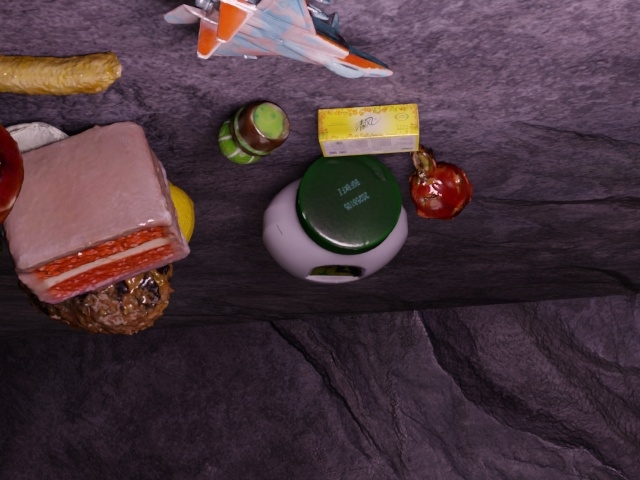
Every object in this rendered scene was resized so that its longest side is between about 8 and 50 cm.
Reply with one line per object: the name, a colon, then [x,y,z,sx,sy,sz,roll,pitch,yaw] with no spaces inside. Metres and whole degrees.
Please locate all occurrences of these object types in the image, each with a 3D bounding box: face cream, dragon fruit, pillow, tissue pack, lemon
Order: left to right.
pillow: [-0.506,-0.165,1.589,0.128,0.051,0.229,-7,165,14]
lemon: [-0.361,-0.035,1.820,0.178,0.203,0.178,17,174,2]
face cream: [0.032,-0.032,1.826,0.312,0.220,0.357,2,162,-8]
tissue pack: [0.087,-0.196,1.519,0.175,0.062,0.095,-4,167,6]
dragon fruit: [0.233,-0.124,1.750,0.125,0.125,0.246,6,153,27]

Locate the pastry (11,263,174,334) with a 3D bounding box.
pastry: [-0.556,0.076,2.069,0.337,0.293,0.405,17,169,-28]

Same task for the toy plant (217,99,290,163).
toy plant: [-0.123,-0.185,1.485,0.092,0.093,0.162,7,167,-30]

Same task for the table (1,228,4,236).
table: [-0.601,-0.064,1.790,0.166,0.167,0.198,-1,157,-4]

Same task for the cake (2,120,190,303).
cake: [-0.421,-0.046,1.561,0.308,0.230,0.237,-22,158,-7]

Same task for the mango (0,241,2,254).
mango: [-0.879,0.010,2.164,0.091,0.074,0.165,-6,165,21]

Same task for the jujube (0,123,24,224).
jujube: [-0.679,-0.107,1.370,0.376,0.277,0.276,1,167,17]

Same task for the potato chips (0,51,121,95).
potato chips: [-0.498,-0.252,1.253,0.406,0.057,0.080,1,152,-10]

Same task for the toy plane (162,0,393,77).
toy plane: [-0.032,-0.277,1.129,0.326,0.105,0.223,4,166,-35]
